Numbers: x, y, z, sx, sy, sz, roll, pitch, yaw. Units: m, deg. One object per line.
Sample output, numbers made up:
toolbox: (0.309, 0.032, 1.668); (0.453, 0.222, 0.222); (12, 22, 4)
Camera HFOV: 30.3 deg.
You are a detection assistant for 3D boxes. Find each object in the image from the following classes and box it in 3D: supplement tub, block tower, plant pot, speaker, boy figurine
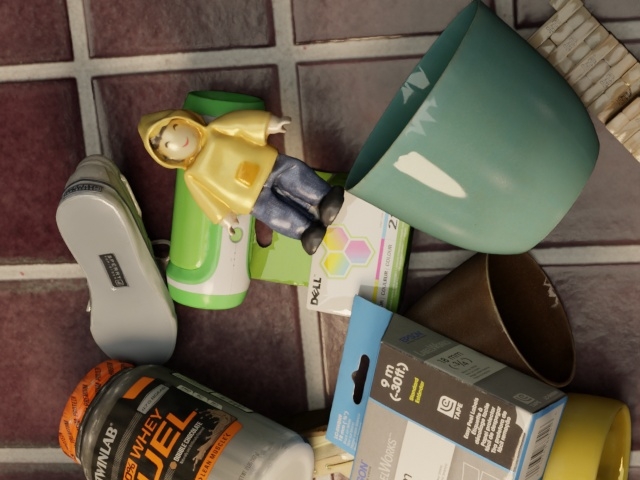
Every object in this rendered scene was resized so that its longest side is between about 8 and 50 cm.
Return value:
supplement tub: (-0.196, 0.310, 1.702); (0.338, 0.207, 0.207); (22, 108, 24)
block tower: (0.407, -0.185, 1.562); (0.097, 0.091, 0.335); (-43, 92, 17)
plant pot: (0.198, 0.142, 1.644); (0.230, 0.215, 0.215); (-29, 97, 30)
speaker: (-0.149, -0.058, 1.688); (0.131, 0.131, 0.296); (9, 103, 9)
plant pot: (0.210, -0.121, 1.513); (0.235, 0.293, 0.293); (33, 108, -7)
plant pot: (0.286, 0.326, 1.649); (0.239, 0.254, 0.254); (9, 106, 24)
boy figurine: (-0.106, -0.100, 1.569); (0.285, 0.092, 0.177); (31, 104, -11)

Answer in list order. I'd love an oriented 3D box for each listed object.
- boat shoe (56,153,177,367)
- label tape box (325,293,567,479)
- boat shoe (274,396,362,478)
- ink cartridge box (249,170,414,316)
boat shoe: (-0.293, 0.024, 1.744); (0.136, 0.156, 0.367); (-8, 131, 9)
label tape box: (0.126, 0.247, 1.542); (0.334, 0.106, 0.240); (24, 114, 32)
boat shoe: (0.054, 0.299, 1.754); (0.302, 0.109, 0.098); (-15, 105, 21)
ink cartridge box: (0.000, 0.000, 1.691); (0.255, 0.097, 0.188); (10, 106, 8)
